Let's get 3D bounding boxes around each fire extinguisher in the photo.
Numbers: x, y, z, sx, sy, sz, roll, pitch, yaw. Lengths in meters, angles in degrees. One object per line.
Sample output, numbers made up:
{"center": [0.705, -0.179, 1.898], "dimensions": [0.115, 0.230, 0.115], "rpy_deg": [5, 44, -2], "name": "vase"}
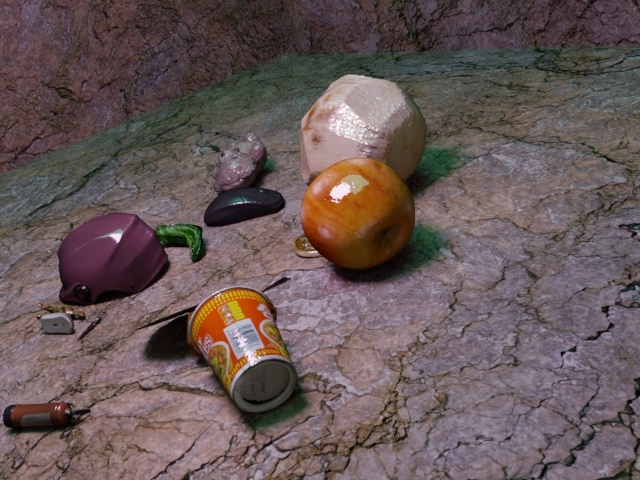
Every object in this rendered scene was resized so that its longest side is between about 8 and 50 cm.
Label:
{"center": [-0.569, 0.361, 1.382], "dimensions": [0.177, 0.050, 0.062], "rpy_deg": [-6, -11, 15], "name": "fire extinguisher"}

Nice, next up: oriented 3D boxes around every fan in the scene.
{"center": [-0.254, 0.142, 1.595], "dimensions": [0.414, 0.012, 0.233], "rpy_deg": [-19, -3, -34], "name": "fan"}

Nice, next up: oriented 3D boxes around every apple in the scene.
{"center": [0.096, -0.061, 1.627], "dimensions": [0.286, 0.286, 0.233], "rpy_deg": [-24, 43, -19], "name": "apple"}

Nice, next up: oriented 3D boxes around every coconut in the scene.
{"center": [0.100, -0.305, 2.012], "dimensions": [0.415, 0.345, 0.415], "rpy_deg": [-10, 29, 5], "name": "coconut"}

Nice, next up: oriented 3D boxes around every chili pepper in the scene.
{"center": [-0.430, -0.006, 2.009], "dimensions": [0.278, 0.065, 0.122], "rpy_deg": [13, 34, 37], "name": "chili pepper"}

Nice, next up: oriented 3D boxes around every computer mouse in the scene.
{"center": [-0.677, 0.212, 1.720], "dimensions": [0.110, 0.056, 0.032], "rpy_deg": [-5, 20, 23], "name": "computer mouse"}
{"center": [-0.251, -0.122, 2.126], "dimensions": [0.269, 0.086, 0.137], "rpy_deg": [-13, 27, 0], "name": "computer mouse"}

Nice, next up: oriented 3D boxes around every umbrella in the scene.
{"center": [-0.585, 0.218, 1.706], "dimensions": [0.022, 0.013, 0.122], "rpy_deg": [-16, 24, 26], "name": "umbrella"}

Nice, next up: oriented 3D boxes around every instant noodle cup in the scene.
{"center": [-0.140, 0.221, 1.309], "dimensions": [0.193, 0.193, 0.212], "rpy_deg": [-22, 36, -15], "name": "instant noodle cup"}

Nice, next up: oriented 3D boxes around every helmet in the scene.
{"center": [-0.614, 0.034, 1.886], "dimensions": [0.338, 0.197, 0.271], "rpy_deg": [-7, 30, 12], "name": "helmet"}

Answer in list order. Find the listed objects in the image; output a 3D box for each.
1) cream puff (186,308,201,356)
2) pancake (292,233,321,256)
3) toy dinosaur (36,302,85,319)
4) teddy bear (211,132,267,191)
{"center": [-0.244, 0.198, 1.459], "dimensions": [0.122, 0.116, 0.094], "rpy_deg": [-40, 20, -15], "name": "cream puff"}
{"center": [0.000, 0.000, 1.818], "dimensions": [0.158, 0.028, 0.158], "rpy_deg": [-14, 27, 7], "name": "pancake"}
{"center": [-0.696, 0.191, 1.805], "dimensions": [0.126, 0.039, 0.162], "rpy_deg": [3, 0, -13], "name": "toy dinosaur"}
{"center": [-0.288, -0.270, 2.365], "dimensions": [0.236, 0.151, 0.267], "rpy_deg": [-25, 17, 29], "name": "teddy bear"}
